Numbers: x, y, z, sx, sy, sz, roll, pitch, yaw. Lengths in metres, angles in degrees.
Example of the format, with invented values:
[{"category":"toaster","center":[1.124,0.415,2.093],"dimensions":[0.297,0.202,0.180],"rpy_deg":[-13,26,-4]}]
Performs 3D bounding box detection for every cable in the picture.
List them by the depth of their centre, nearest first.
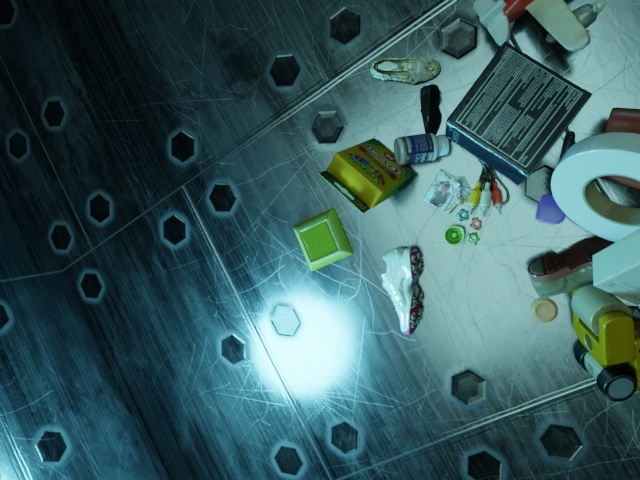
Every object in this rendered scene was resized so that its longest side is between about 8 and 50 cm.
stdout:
[{"category":"cable","center":[0.552,-0.220,1.643],"dimensions":[0.139,0.072,0.288],"rpy_deg":[0,93,7]}]

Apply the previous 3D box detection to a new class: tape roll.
[{"category":"tape roll","center":[0.842,-0.130,1.384],"dimensions":[0.391,0.392,0.072],"rpy_deg":[32,69,15]}]

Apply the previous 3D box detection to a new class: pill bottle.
[{"category":"pill bottle","center":[0.337,-0.308,1.683],"dimensions":[0.169,0.094,0.094],"rpy_deg":[-9,91,-5]}]

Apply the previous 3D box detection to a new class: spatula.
[{"category":"spatula","center":[0.758,-0.198,1.591],"dimensions":[0.084,0.030,0.297],"rpy_deg":[14,99,18]}]

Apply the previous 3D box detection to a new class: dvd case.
[{"category":"dvd case","center":[0.419,-0.173,1.729],"dimensions":[0.087,0.013,0.120],"rpy_deg":[33,104,15]}]

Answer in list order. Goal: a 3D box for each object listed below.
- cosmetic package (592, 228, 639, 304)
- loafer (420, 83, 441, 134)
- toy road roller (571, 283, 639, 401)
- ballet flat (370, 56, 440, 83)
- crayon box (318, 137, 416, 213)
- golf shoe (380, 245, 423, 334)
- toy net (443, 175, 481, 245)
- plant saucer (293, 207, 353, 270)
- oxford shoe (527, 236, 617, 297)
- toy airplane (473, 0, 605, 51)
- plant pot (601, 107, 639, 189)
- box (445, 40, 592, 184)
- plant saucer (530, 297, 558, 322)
[{"category":"cosmetic package","center":[0.895,0.044,1.321],"dimensions":[0.160,0.113,0.309],"rpy_deg":[23,148,-9]},{"category":"loafer","center":[0.368,-0.441,1.711],"dimensions":[0.061,0.062,0.170],"rpy_deg":[19,113,57]},{"category":"toy road roller","center":[0.896,0.284,1.477],"dimensions":[0.240,0.202,0.330],"rpy_deg":[-14,109,6]},{"category":"ballet flat","center":[0.283,-0.583,1.712],"dimensions":[0.240,0.077,0.091],"rpy_deg":[3,95,20]},{"category":"crayon box","center":[0.161,-0.220,1.656],"dimensions":[0.202,0.318,0.081],"rpy_deg":[42,128,12]},{"category":"golf shoe","center":[0.284,0.174,1.770],"dimensions":[0.140,0.115,0.307],"rpy_deg":[-1,88,31]},{"category":"toy net","center":[0.480,-0.099,1.687],"dimensions":[0.121,0.045,0.233],"rpy_deg":[3,98,15]},{"category":"plant saucer","center":[0.000,0.000,1.884],"dimensions":[0.188,0.045,0.189],"rpy_deg":[-24,86,21]},{"category":"oxford shoe","center":[0.830,0.083,1.565],"dimensions":[0.347,0.123,0.130],"rpy_deg":[-17,120,16]},{"category":"toy airplane","center":[0.654,-0.752,1.488],"dimensions":[0.384,0.272,0.387],"rpy_deg":[24,116,55]},{"category":"plant pot","center":[0.932,-0.251,1.414],"dimensions":[0.264,0.272,0.273],"rpy_deg":[17,101,27]},{"category":"box","center":[0.587,-0.378,1.539],"dimensions":[0.294,0.182,0.296],"rpy_deg":[38,96,13]},{"category":"plant saucer","center":[0.732,0.229,1.647],"dimensions":[0.083,0.013,0.084],"rpy_deg":[2,96,20]}]
